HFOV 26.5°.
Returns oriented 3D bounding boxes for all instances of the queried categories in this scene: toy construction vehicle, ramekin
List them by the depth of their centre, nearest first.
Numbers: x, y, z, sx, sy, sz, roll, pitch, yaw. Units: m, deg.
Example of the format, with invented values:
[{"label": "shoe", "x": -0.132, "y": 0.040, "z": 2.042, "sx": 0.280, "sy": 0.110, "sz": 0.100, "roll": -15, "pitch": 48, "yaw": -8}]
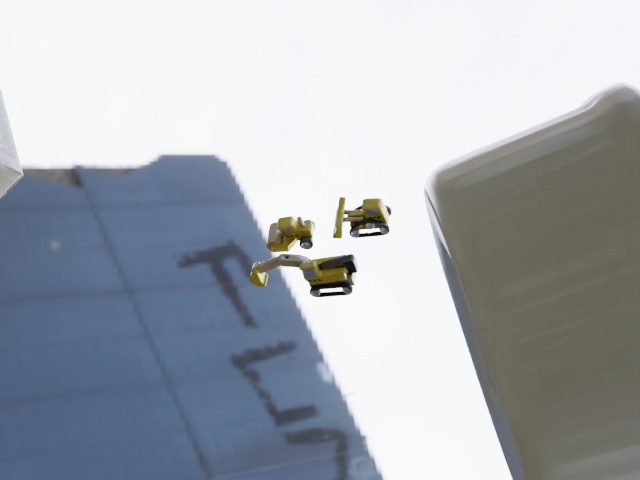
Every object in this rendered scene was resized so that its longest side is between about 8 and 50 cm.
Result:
[{"label": "ramekin", "x": 0.159, "y": 0.056, "z": 0.815, "sx": 0.135, "sy": 0.277, "sz": 0.277, "roll": -17, "pitch": -105, "yaw": 2}, {"label": "toy construction vehicle", "x": 0.000, "y": 0.000, "z": 1.029, "sx": 0.098, "sy": 0.035, "sz": 0.086, "roll": -4, "pitch": -134, "yaw": 17}]

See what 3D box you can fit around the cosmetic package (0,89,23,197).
[{"label": "cosmetic package", "x": -0.290, "y": -0.090, "z": 1.128, "sx": 0.041, "sy": 0.060, "sz": 0.115, "roll": -41, "pitch": -135, "yaw": 19}]
